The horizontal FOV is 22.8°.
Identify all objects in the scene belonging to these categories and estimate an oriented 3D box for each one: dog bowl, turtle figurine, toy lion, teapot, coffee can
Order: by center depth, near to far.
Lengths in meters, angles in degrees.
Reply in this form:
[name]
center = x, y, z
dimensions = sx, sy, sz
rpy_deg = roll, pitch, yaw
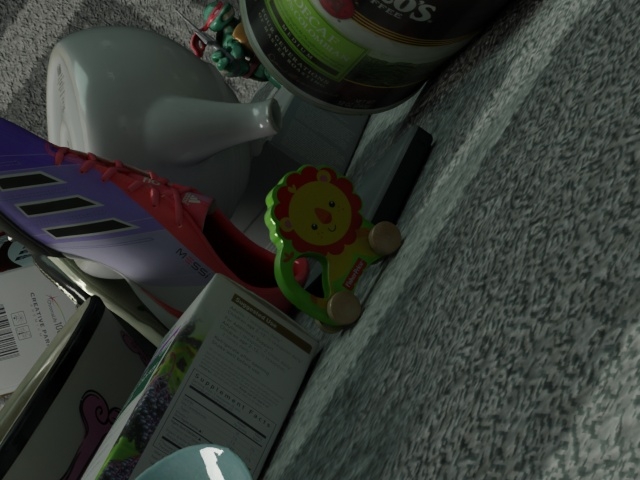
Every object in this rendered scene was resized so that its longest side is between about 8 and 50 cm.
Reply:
[toy lion]
center = 0.000, 0.000, 1.105
dimensions = 0.100, 0.096, 0.034
rpy_deg = -59, 9, -26
[dog bowl]
center = -0.245, 0.252, 1.312
dimensions = 0.408, 0.150, 0.408
rpy_deg = -53, 8, 10
[coffee can]
center = 0.069, -0.249, 1.343
dimensions = 0.201, 0.201, 0.275
rpy_deg = -59, 9, -27
[teapot]
center = -0.148, -0.086, 1.492
dimensions = 0.256, 0.187, 0.252
rpy_deg = -117, 27, -44
[turtle figurine]
center = -0.066, -0.247, 1.978
dimensions = 0.175, 0.234, 0.118
rpy_deg = -58, 9, -21

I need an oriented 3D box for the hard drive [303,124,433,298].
[hard drive]
center = 0.037, -0.019, 1.229
dimensions = 0.094, 0.022, 0.135
rpy_deg = -46, 13, 47

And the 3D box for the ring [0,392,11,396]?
[ring]
center = -0.319, 0.148, 1.904
dimensions = 0.336, 0.032, 0.336
rpy_deg = -21, -3, -1

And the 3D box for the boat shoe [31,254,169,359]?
[boat shoe]
center = -0.204, 0.079, 1.535
dimensions = 0.079, 0.233, 0.084
rpy_deg = -56, -22, 16

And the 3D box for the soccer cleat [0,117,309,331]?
[soccer cleat]
center = -0.155, -0.022, 1.304
dimensions = 0.116, 0.318, 0.109
rpy_deg = -44, 20, 32

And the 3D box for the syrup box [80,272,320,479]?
[syrup box]
center = -0.093, 0.143, 1.072
dimensions = 0.093, 0.096, 0.237
rpy_deg = -48, 12, 43

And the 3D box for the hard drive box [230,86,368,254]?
[hard drive box]
center = -0.040, -0.077, 1.670
dimensions = 0.181, 0.089, 0.232
rpy_deg = -49, 10, 33

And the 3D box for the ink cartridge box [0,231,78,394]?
[ink cartridge box]
center = -0.243, 0.037, 1.760
dimensions = 0.271, 0.130, 0.309
rpy_deg = -15, 14, 2

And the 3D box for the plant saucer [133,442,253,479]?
[plant saucer]
center = -0.088, 0.206, 0.873
dimensions = 0.195, 0.037, 0.195
rpy_deg = -37, 33, 29
